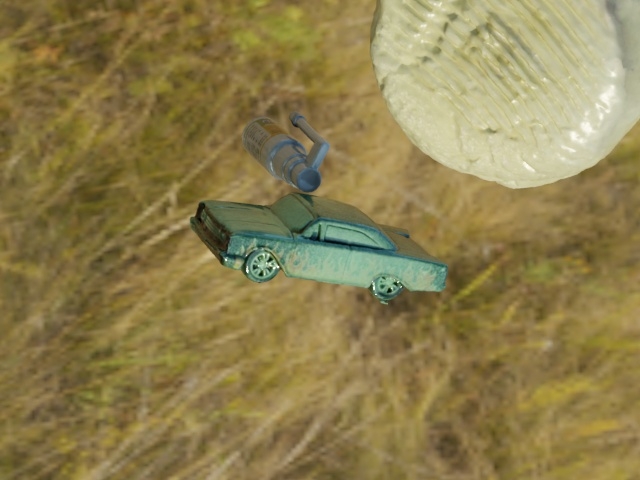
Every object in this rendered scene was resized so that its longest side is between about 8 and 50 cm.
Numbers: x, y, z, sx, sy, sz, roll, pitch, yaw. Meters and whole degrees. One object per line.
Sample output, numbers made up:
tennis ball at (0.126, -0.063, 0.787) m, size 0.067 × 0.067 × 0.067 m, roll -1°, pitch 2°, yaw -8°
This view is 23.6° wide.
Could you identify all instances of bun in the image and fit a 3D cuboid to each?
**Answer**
bun at (0.149, -0.146, 1.110) m, size 0.134 × 0.220 × 0.220 m, roll -32°, pitch 110°, yaw -55°

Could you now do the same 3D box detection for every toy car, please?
toy car at (0.000, 0.000, 1.952) m, size 0.320 × 0.141 × 0.097 m, roll 9°, pitch 109°, yaw -27°

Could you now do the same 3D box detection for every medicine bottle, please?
medicine bottle at (-0.043, -0.129, 2.135) m, size 0.061 × 0.221 × 0.092 m, roll 25°, pitch 99°, yaw -27°
